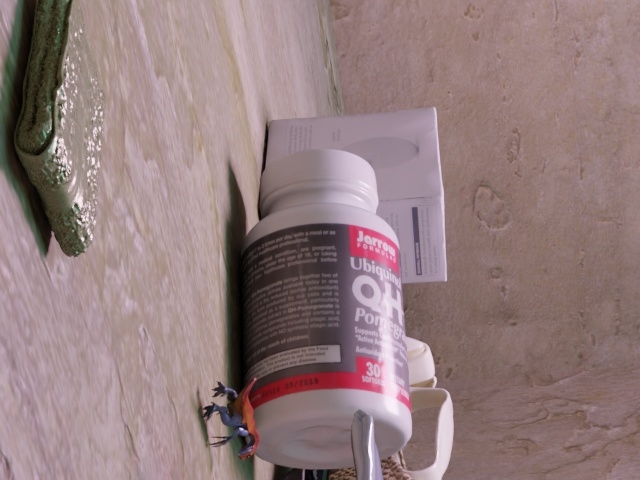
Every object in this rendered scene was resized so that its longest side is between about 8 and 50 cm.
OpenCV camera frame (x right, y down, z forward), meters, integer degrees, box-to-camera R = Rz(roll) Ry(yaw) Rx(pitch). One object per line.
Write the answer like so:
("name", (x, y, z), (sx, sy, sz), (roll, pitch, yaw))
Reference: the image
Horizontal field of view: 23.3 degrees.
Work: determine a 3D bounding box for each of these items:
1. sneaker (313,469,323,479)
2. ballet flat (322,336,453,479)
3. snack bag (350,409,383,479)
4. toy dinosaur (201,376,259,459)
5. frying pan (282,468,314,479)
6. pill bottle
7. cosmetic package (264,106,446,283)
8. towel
("sneaker", (0.003, 0.319, 2.061), (0.178, 0.072, 0.077), (-73, 169, -62))
("ballet flat", (0.077, 0.219, 1.939), (0.164, 0.182, 0.483), (59, 9, -29))
("snack bag", (0.037, 0.340, 1.208), (0.323, 0.037, 0.343), (79, 10, -56))
("toy dinosaur", (-0.071, 0.165, 1.387), (0.082, 0.090, 0.047), (41, 51, -35))
("frying pan", (-0.014, 0.421, 1.832), (0.197, 0.053, 0.326), (-26, 111, -85))
("pill bottle", (0.002, 0.070, 1.667), (0.176, 0.176, 0.319), (75, 10, -62))
("cosmetic package", (0.045, -0.054, 2.004), (0.224, 0.224, 0.138), (-87, 173, -56))
("towel", (-0.151, -0.074, 0.916), (0.110, 0.027, 0.148), (80, 6, -52))
